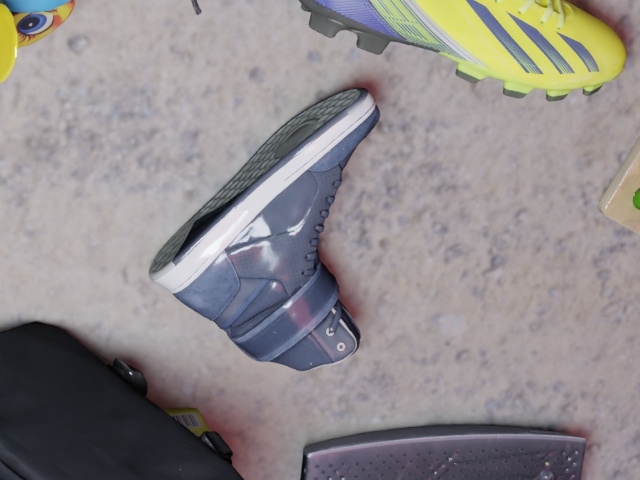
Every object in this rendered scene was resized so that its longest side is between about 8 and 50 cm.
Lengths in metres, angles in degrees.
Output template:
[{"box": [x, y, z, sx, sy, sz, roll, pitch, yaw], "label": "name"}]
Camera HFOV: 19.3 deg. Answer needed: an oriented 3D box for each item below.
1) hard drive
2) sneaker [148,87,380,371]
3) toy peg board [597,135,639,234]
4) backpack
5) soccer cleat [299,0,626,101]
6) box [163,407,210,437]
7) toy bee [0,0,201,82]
[{"box": [0.098, 0.239, 1.634, 0.255, 0.054, 0.172, -1, 110, -17], "label": "hard drive"}, {"box": [-0.001, 0.000, 1.487, 0.226, 0.086, 0.163, -44, 106, 12], "label": "sneaker"}, {"box": [0.351, -0.050, 1.592, 0.161, 0.079, 0.161, 27, 101, -24], "label": "toy peg board"}, {"box": [-0.229, 0.293, 1.435, 0.273, 0.290, 0.355, -19, 133, -40], "label": "backpack"}, {"box": [0.121, -0.190, 1.454, 0.289, 0.093, 0.121, 13, 114, -20], "label": "soccer cleat"}, {"box": [-0.124, 0.261, 1.556, 0.058, 0.087, 0.232, -3, 110, -18], "label": "box"}, {"box": [-0.226, -0.180, 1.318, 0.162, 0.195, 0.298, -36, 130, 25], "label": "toy bee"}]
